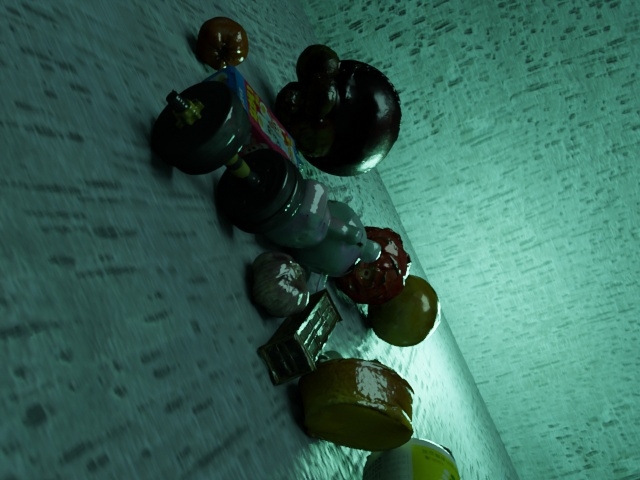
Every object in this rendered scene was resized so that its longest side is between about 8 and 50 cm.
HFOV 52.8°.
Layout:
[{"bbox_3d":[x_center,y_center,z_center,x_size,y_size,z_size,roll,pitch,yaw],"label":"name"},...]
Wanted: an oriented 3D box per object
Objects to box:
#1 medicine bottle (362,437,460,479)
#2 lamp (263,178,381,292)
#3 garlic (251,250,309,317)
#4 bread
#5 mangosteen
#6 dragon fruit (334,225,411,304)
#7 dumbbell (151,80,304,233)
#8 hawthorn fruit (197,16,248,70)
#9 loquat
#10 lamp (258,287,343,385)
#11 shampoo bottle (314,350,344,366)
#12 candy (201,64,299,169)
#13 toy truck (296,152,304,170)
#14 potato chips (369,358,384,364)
[{"bbox_3d":[0.183,0.585,1.261,0.213,0.214,0.378,60,17,-20],"label":"medicine bottle"},{"bbox_3d":[-0.018,-0.003,1.550,0.301,0.247,0.247,36,64,-49],"label":"lamp"},{"bbox_3d":[-0.080,0.088,1.341,0.147,0.102,0.159,58,18,-6],"label":"garlic"},{"bbox_3d":[0.077,0.330,1.315,0.270,0.195,0.142,32,39,-32],"label":"bread"},{"bbox_3d":[0.051,-0.415,2.093,0.422,0.381,0.381,28,30,-19],"label":"mangosteen"},{"bbox_3d":[0.146,0.072,1.896,0.241,0.241,0.252,54,4,-37],"label":"dragon fruit"},{"bbox_3d":[-0.173,-0.155,1.260,0.388,0.185,0.185,48,23,-48],"label":"dumbbell"},{"bbox_3d":[-0.247,-0.500,1.632,0.132,0.133,0.137,53,17,-39],"label":"hawthorn fruit"},{"bbox_3d":[0.259,0.221,2.023,0.235,0.235,0.235,57,18,-29],"label":"loquat"},{"bbox_3d":[-0.034,0.195,1.364,0.089,0.090,0.325,64,15,-4],"label":"lamp"},{"bbox_3d":[0.051,0.325,1.456,0.262,0.085,0.085,53,20,-36],"label":"shampoo bottle"},{"bbox_3d":[-0.168,-0.270,1.601,0.306,0.100,0.157,49,24,-49],"label":"candy"},{"bbox_3d":[-0.101,-0.197,1.784,0.081,0.067,0.175,55,21,-16],"label":"toy truck"},{"bbox_3d":[0.167,0.382,1.860,0.207,0.028,0.091,43,26,-58],"label":"potato chips"}]
